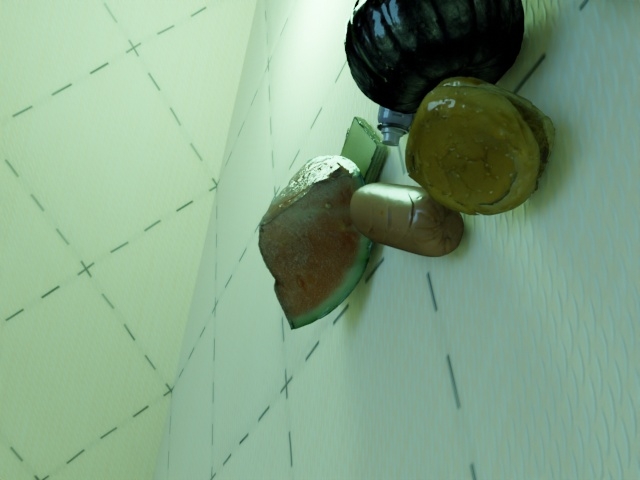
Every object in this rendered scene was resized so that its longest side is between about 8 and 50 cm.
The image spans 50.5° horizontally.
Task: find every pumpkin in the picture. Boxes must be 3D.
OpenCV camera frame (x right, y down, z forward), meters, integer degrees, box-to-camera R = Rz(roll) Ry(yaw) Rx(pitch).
[{"bbox_3d":[0.192,-0.303,1.084,0.296,0.296,0.295,-168,90,-69],"label":"pumpkin"}]

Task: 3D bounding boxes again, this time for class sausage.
[{"bbox_3d":[0.153,-0.042,1.245,0.304,0.121,0.121,-157,79,-69],"label":"sausage"}]

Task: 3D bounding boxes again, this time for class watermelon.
[{"bbox_3d":[0.030,-0.015,1.477,0.222,0.292,0.319,-15,19,36],"label":"watermelon"}]

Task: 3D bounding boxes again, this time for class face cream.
[{"bbox_3d":[0.165,-0.313,1.423,0.075,0.075,0.229,180,101,-69],"label":"face cream"}]

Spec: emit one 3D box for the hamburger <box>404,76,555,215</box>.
[{"bbox_3d":[0.229,-0.136,0.990,0.108,0.214,0.213,-45,-4,-39],"label":"hamburger"}]

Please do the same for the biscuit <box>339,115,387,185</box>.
[{"bbox_3d":[0.098,-0.205,1.591,0.199,0.041,0.121,-113,36,-57],"label":"biscuit"}]
